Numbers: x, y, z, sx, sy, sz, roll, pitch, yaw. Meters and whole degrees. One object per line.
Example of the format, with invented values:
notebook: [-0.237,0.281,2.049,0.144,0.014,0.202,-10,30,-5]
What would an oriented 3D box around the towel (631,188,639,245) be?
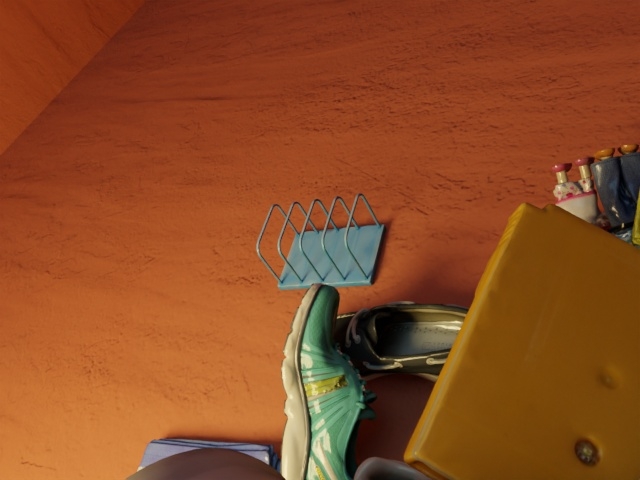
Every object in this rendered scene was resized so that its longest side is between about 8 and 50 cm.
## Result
towel: [0.458,-0.020,0.635,0.237,0.021,0.102,13,76,19]

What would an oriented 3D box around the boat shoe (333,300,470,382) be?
boat shoe: [0.091,0.127,0.817,0.302,0.091,0.114,-5,48,29]

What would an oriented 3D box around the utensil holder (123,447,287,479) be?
utensil holder: [0.000,0.370,0.437,0.385,0.327,0.328,7,54,43]

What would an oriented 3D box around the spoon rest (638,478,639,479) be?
spoon rest: [0.360,0.167,0.514,0.276,0.084,0.137,-29,-2,-30]

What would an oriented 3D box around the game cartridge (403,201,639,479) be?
game cartridge: [0.272,0.141,0.606,0.285,0.053,0.324,30,61,6]

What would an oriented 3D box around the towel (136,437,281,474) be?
towel: [-0.192,0.412,0.763,0.243,0.040,0.336,-6,48,29]

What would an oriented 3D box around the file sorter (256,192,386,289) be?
file sorter: [0.000,0.000,0.989,0.170,0.104,0.118,-5,49,28]

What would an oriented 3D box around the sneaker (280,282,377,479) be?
sneaker: [0.017,0.189,0.763,0.110,0.107,0.275,-5,78,18]

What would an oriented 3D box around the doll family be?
doll family: [0.404,-0.040,0.736,0.263,0.118,0.163,-14,86,22]

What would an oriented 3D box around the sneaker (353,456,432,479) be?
sneaker: [0.141,0.311,0.563,0.305,0.152,0.114,25,65,43]
